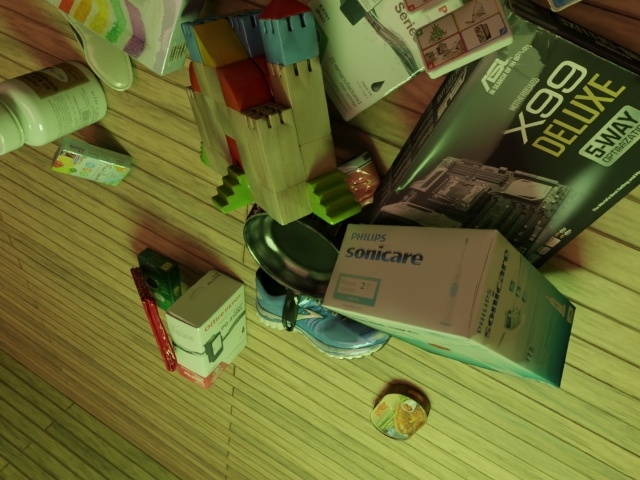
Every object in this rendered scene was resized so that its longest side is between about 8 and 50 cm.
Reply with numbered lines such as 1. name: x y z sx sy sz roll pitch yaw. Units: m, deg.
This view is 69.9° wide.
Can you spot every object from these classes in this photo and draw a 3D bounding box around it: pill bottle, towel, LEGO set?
1. pill bottle: -0.562 -0.264 0.915 0.131 0.229 0.131 18 131 22
2. towel: -0.418 0.188 1.144 0.274 0.031 0.199 26 132 59
3. LEGO set: 0.192 -0.269 0.412 0.244 0.060 0.183 -21 72 22

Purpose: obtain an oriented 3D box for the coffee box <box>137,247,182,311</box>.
1. coffee box: -0.436 0.117 1.259 0.113 0.040 0.184 24 134 20

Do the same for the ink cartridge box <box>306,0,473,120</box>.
1. ink cartridge box: 0.081 -0.272 0.571 0.208 0.087 0.153 -25 107 42

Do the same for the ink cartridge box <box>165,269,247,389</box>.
1. ink cartridge box: -0.272 0.218 1.131 0.100 0.172 0.237 22 132 20

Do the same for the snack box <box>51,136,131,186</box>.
1. snack box: -0.514 -0.174 1.031 0.141 0.037 0.100 14 153 -39

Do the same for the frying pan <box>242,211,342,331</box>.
1. frying pan: -0.018 0.068 0.773 0.197 0.053 0.326 11 141 30

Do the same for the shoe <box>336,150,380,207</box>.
1. shoe: 0.024 -0.080 0.774 0.177 0.063 0.081 -19 105 37

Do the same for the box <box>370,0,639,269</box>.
1. box: 0.234 -0.096 0.556 0.242 0.077 0.307 21 136 -9

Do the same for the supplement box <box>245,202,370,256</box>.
1. supplement box: 0.000 0.000 0.814 0.239 0.073 0.130 19 161 22

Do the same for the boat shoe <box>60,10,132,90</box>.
1. boat shoe: -0.422 -0.385 0.864 0.206 0.075 0.065 62 175 -27

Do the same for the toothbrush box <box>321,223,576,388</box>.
1. toothbrush box: 0.185 0.090 0.629 0.216 0.126 0.295 5 161 45

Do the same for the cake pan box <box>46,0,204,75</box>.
1. cake pan box: -0.263 -0.401 0.605 0.245 0.070 0.267 33 128 -5

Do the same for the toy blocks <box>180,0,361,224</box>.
1. toy blocks: -0.103 -0.201 0.655 0.381 0.190 0.261 37 145 50

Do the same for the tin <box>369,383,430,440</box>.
1. tin: 0.181 0.398 1.060 0.106 0.040 0.190 29 134 7

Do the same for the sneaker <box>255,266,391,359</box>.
1. sneaker: -0.006 0.126 0.910 0.329 0.130 0.147 12 131 27
